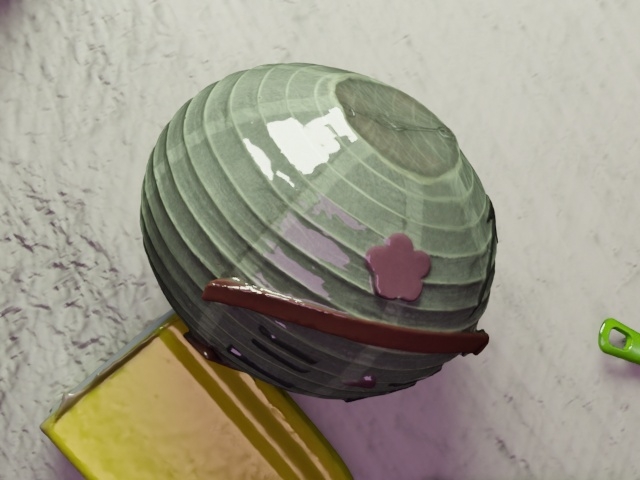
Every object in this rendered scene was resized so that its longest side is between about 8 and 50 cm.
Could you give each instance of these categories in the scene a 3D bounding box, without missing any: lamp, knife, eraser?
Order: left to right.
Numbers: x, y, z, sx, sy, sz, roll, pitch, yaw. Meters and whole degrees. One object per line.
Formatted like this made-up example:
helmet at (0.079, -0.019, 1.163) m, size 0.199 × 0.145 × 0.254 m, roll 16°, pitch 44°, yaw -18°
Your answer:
eraser at (-0.091, 0.168, 0.852) m, size 0.158 × 0.069 × 0.226 m, roll -40°, pitch 99°, yaw 2°
lamp at (0.000, 0.000, 0.768) m, size 0.265 × 0.233 × 0.233 m, roll 16°, pitch 95°, yaw -22°
knife at (0.305, 0.108, 0.906) m, size 0.166 × 0.022 × 0.078 m, roll 20°, pitch 70°, yaw -7°
